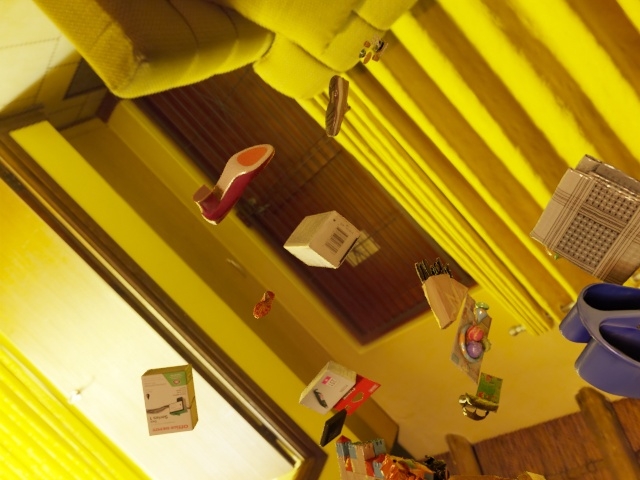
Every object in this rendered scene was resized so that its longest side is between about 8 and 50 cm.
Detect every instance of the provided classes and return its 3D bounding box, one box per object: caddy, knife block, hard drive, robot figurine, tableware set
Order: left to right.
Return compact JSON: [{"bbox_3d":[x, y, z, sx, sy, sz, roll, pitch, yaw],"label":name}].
[{"bbox_3d":[0.046,0.659,1.656,0.094,0.022,0.135,-22,137,-37],"label":"hard drive"},{"bbox_3d":[0.172,-0.643,1.592,0.104,0.024,0.154,-56,-150,25],"label":"tableware set"},{"bbox_3d":[0.227,0.648,1.206,0.211,0.291,0.085,-54,-144,5],"label":"robot figurine"},{"bbox_3d":[0.487,0.206,1.997,0.275,0.242,0.088,-54,171,-37],"label":"knife block"},{"bbox_3d":[0.733,0.219,1.070,0.241,0.342,0.179,-88,-171,-48],"label":"caddy"}]

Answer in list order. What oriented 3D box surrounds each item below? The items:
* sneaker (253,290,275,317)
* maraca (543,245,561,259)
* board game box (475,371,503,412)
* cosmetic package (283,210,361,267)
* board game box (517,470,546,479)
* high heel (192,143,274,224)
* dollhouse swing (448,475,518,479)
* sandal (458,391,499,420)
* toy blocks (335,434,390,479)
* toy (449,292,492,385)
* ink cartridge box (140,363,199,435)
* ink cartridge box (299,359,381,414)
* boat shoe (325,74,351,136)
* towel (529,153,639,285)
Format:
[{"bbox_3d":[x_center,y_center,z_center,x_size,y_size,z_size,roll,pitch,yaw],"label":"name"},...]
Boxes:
[{"bbox_3d":[-0.231,0.275,1.941,0.067,0.064,0.175,-66,175,26],"label":"sneaker"},{"bbox_3d":[0.821,-0.015,1.617,0.127,0.099,0.185,80,30,-45],"label":"maraca"},{"bbox_3d":[0.705,0.635,1.974,0.181,0.092,0.043,-39,138,-57],"label":"board game box"},{"bbox_3d":[0.000,0.000,1.621,0.153,0.129,0.296,-54,-164,-11],"label":"cosmetic package"},{"bbox_3d":[0.608,0.706,1.167,0.039,0.124,0.259,-46,-140,16],"label":"board game box"},{"bbox_3d":[-0.204,-0.141,1.199,0.244,0.082,0.117,-44,150,-12],"label":"high heel"},{"bbox_3d":[0.513,0.910,1.437,0.315,0.347,0.304,-26,-136,41],"label":"dollhouse swing"},{"bbox_3d":[0.580,0.626,1.748,0.302,0.120,0.086,68,41,-68],"label":"sandal"},{"bbox_3d":[0.180,0.833,1.679,0.191,0.260,0.381,-1,164,-30],"label":"toy blocks"},{"bbox_3d":[0.457,0.279,1.366,0.056,0.137,0.237,-26,-151,45],"label":"toy"},{"bbox_3d":[-0.530,0.564,1.665,0.161,0.219,0.092,-7,-177,-2],"label":"ink cartridge box"},{"bbox_3d":[0.077,0.630,1.928,0.275,0.239,0.060,-57,-172,36],"label":"ink cartridge box"},{"bbox_3d":[0.063,-0.411,1.456,0.068,0.072,0.189,11,-86,58],"label":"boat shoe"},{"bbox_3d":[0.822,-0.051,1.381,0.056,0.312,0.324,-23,142,-40],"label":"towel"}]
